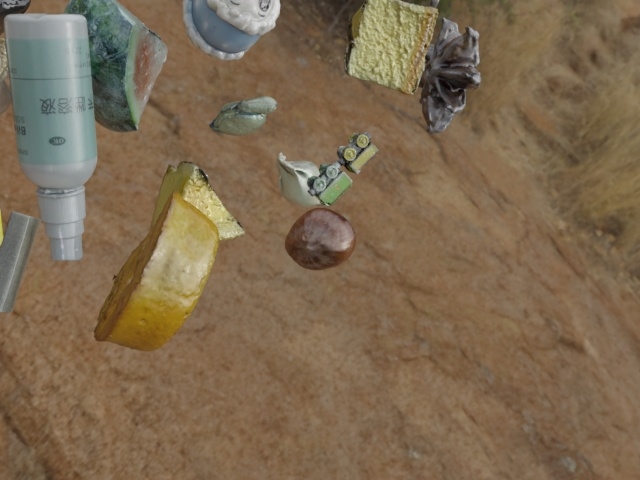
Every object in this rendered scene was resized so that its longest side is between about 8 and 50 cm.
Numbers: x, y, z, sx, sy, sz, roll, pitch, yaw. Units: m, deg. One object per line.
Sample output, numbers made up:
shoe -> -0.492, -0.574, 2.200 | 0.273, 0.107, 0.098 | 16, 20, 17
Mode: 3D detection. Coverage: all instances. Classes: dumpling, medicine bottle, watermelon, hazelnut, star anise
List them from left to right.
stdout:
medicine bottle -> -0.378, -0.142, 1.123 | 0.110, 0.352, 0.110 | 0, 16, 0
watermelon -> -0.507, -0.480, 2.024 | 0.228, 0.388, 0.258 | 16, 34, 25
dumpling -> -0.065, -0.165, 2.140 | 0.151, 0.124, 0.229 | 32, -14, 36
hazelnut -> 0.000, 0.000, 1.707 | 0.143, 0.154, 0.143 | 6, 90, -66
star anise -> 0.340, -0.453, 2.040 | 0.139, 0.360, 0.316 | 5, 12, -28

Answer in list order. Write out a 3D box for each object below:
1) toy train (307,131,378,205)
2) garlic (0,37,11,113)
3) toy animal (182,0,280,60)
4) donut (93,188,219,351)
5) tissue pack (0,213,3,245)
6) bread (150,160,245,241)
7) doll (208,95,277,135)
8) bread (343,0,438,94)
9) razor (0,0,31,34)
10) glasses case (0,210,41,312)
toy train -> 0.055, -0.171, 1.862 | 0.081, 0.202, 0.060 | 46, -4, -24
garlic -> -0.872, -0.390, 1.910 | 0.210, 0.291, 0.238 | -38, 111, -45
toy animal -> -0.207, -0.526, 1.827 | 0.208, 0.204, 0.156 | 17, 63, -33
donut -> -0.262, 0.059, 1.284 | 0.108, 0.277, 0.278 | 28, 38, -19
tissue pack -> -0.783, -0.056, 1.766 | 0.062, 0.095, 0.176 | -21, 37, -40
bread -> -0.241, -0.075, 1.548 | 0.169, 0.140, 0.160 | -3, 94, -36
doll -> -0.186, -0.282, 1.812 | 0.103, 0.214, 0.072 | -6, 84, -43
bread -> 0.122, -0.338, 1.351 | 0.147, 0.127, 0.152 | 10, 78, -12
razor -> -0.694, -0.372, 1.454 | 0.113, 0.349, 0.204 | 51, 27, -6
glasses case -> -0.635, 0.045, 1.622 | 0.047, 0.205, 0.071 | 15, -4, 4
